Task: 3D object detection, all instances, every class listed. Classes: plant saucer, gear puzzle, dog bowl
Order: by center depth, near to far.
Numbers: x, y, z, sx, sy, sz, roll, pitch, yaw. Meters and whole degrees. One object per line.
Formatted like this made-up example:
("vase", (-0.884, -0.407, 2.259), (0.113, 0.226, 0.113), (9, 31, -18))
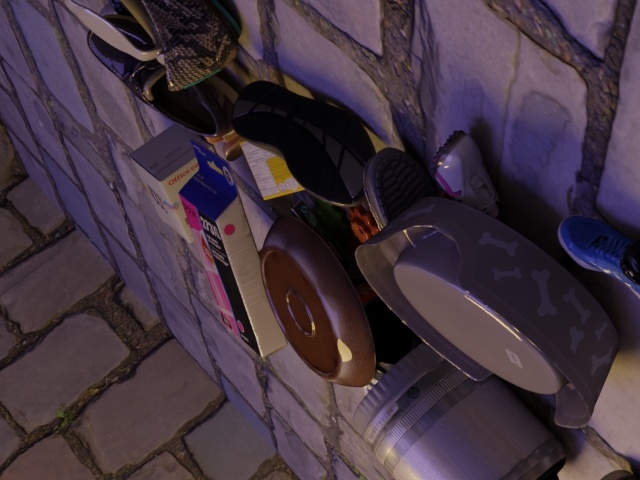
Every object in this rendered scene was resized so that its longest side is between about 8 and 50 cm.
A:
("dog bowl", (0.209, 0.082, 1.546), (0.349, 0.102, 0.349), (37, 168, 9))
("gear puzzle", (0.038, -0.034, 1.970), (0.339, 0.044, 0.175), (47, 163, 17))
("plant saucer", (-0.017, 0.110, 2.071), (0.310, 0.050, 0.310), (49, 155, 33))

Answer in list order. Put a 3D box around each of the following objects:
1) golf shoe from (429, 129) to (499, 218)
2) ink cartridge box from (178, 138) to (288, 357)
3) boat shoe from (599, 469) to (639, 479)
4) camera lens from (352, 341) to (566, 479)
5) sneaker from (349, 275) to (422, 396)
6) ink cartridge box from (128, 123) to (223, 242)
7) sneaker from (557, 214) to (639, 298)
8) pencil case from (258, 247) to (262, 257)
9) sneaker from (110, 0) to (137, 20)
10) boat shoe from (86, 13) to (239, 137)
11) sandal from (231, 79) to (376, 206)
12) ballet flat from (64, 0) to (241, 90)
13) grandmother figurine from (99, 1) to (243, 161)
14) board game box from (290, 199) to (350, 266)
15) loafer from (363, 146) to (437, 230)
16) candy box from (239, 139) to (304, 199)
("golf shoe", (0.181, -0.066, 1.502), (0.086, 0.067, 0.186), (35, 167, 24))
("ink cartridge box", (-0.163, 0.015, 2.230), (0.176, 0.069, 0.371), (34, 143, 57))
("boat shoe", (0.461, 0.457, 1.728), (0.302, 0.113, 0.103), (61, 167, -23))
("camera lens", (0.210, 0.304, 1.894), (0.274, 0.219, 0.219), (47, 162, 18))
("sneaker", (0.133, 0.221, 2.084), (0.350, 0.131, 0.148), (56, 167, -12))
("ink cartridge box", (-0.265, -0.115, 2.463), (0.127, 0.128, 0.176), (38, 157, 41))
("sneaker", (0.313, 0.011, 1.304), (0.152, 0.058, 0.084), (41, 166, 21))
("pencil case", (-0.018, 0.100, 2.279), (0.113, 0.124, 0.273), (11, -162, -43))
("sneaker", (-0.309, -0.438, 2.024), (0.084, 0.097, 0.235), (-35, 96, 37))
("boat shoe", (-0.249, -0.255, 1.975), (0.285, 0.103, 0.092), (37, -157, 2))
("sandal", (-0.012, -0.144, 1.812), (0.086, 0.120, 0.303), (30, -173, -47))
("ballet flat", (-0.321, -0.425, 1.885), (0.483, 0.182, 0.164), (52, 171, 2))
("grandmother figurine", (-0.246, -0.290, 2.116), (0.342, 0.104, 0.208), (44, 153, 18))
("board game box", (0.000, 0.000, 2.105), (0.126, 0.026, 0.186), (51, 176, 4))
("loafer", (0.115, -0.019, 1.710), (0.087, 0.094, 0.251), (22, 146, 52))
("candy box", (-0.053, -0.126, 1.966), (0.206, 0.027, 0.105), (-10, 103, 60))
